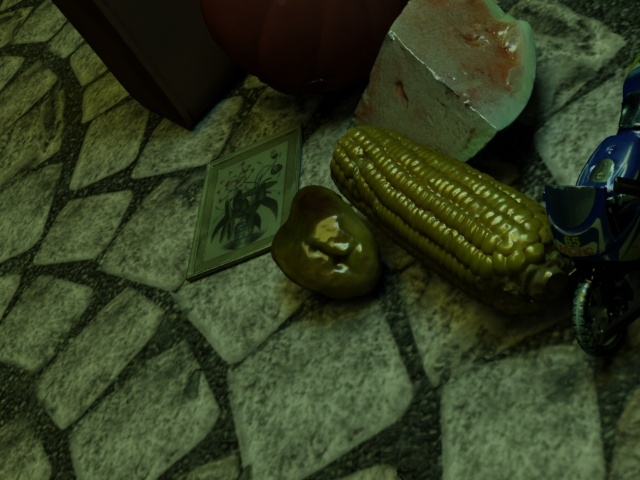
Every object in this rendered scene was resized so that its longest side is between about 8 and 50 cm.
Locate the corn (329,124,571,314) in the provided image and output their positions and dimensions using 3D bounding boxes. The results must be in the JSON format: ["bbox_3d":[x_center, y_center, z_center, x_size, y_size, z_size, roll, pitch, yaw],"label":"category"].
[{"bbox_3d":[0.131,-0.032,1.087,0.120,0.120,0.363,-44,41,-4],"label":"corn"}]

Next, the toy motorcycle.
[{"bbox_3d":[0.286,-0.053,0.935,0.113,0.169,0.315,6,58,45],"label":"toy motorcycle"}]

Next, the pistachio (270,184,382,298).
[{"bbox_3d":[-0.003,0.001,1.187,0.110,0.100,0.189,-36,39,-2],"label":"pistachio"}]

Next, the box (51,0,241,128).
[{"bbox_3d":[-0.264,-0.389,1.610,0.229,0.339,0.239,-46,37,-10],"label":"box"}]

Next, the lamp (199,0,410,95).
[{"bbox_3d":[-0.017,-0.340,1.403,0.303,0.257,0.303,7,47,-7],"label":"lamp"}]

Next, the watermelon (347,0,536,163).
[{"bbox_3d":[0.144,-0.209,1.222,0.256,0.176,0.260,-2,36,39],"label":"watermelon"}]

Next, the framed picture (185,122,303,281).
[{"bbox_3d":[-0.102,-0.056,1.403,0.173,0.010,0.231,-22,41,23],"label":"framed picture"}]

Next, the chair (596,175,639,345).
[{"bbox_3d":[0.370,0.004,0.827,0.247,0.172,0.159,-11,19,-37],"label":"chair"}]
